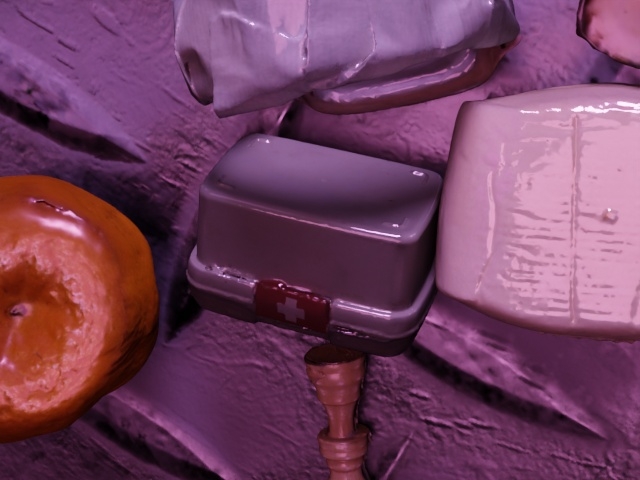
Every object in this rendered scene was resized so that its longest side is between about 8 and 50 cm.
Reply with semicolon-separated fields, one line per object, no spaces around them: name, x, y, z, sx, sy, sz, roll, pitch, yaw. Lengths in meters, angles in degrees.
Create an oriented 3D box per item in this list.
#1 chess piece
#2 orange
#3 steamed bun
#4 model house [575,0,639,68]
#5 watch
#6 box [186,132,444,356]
chess piece;0.022;0.185;1.015;0.060;0.060;0.171;-3;104;16
orange;-0.271;0.056;1.005;0.249;0.183;0.248;0;91;0
steamed bun;0.223;-0.026;0.858;0.250;0.155;0.200;9;101;15
model house;0.302;-0.210;0.800;0.183;0.172;0.166;14;119;22
watch;0.016;-0.174;0.838;0.253;0.241;0.161;-12;97;18
box;0.000;0.000;0.925;0.210;0.148;0.129;13;125;13
